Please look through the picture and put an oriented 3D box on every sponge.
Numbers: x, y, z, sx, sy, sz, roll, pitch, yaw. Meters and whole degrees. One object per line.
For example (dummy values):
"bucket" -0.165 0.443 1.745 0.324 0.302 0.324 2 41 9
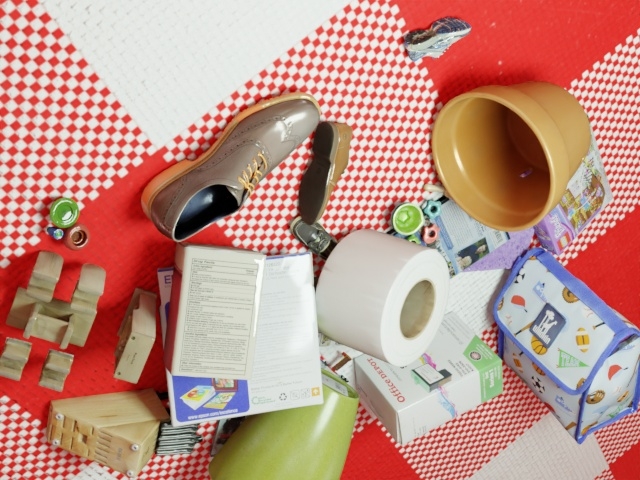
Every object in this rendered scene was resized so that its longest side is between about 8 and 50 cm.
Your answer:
"sponge" 0.391 0.013 2.132 0.210 0.031 0.117 -3 121 -30

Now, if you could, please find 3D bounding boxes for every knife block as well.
"knife block" -0.370 0.350 1.857 0.276 0.242 0.088 20 116 8

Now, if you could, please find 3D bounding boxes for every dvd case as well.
"dvd case" -0.194 0.424 2.055 0.087 0.013 0.119 -1 122 -32
"dvd case" 0.280 -0.010 2.020 0.253 0.022 0.180 -32 117 -9

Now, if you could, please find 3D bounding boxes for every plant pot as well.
"plant pot" -0.047 0.422 1.977 0.275 0.275 0.293 25 97 -42
"plant pot" 0.394 -0.189 1.843 0.203 0.291 0.291 -32 136 -34

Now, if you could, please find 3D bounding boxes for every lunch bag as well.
"lunch bag" 0.582 0.236 2.189 0.239 0.328 0.385 -28 141 -16

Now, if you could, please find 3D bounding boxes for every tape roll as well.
"tape roll" 0.128 0.114 1.881 0.246 0.169 0.246 -26 125 -44

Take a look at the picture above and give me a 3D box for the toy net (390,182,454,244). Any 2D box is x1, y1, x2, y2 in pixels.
"toy net" 0.254 -0.070 1.949 0.232 0.045 0.122 -33 110 -9

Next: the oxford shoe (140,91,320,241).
"oxford shoe" -0.134 -0.120 1.626 0.364 0.133 0.130 -38 133 -5

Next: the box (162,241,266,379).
"box" -0.195 0.125 1.689 0.149 0.127 0.232 7 92 -17

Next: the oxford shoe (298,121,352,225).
"oxford shoe" 0.016 -0.123 1.767 0.076 0.076 0.212 -7 126 -42

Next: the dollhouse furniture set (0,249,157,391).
"dollhouse furniture set" -0.424 0.140 1.653 0.242 0.161 0.212 19 110 -17

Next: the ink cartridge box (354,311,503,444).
"ink cartridge box" 0.244 0.310 2.128 0.278 0.201 0.117 -23 130 -17

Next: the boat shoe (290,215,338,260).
"boat shoe" 0.000 0.000 1.855 0.056 0.049 0.152 -51 134 6

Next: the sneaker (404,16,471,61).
"sneaker" 0.219 -0.374 1.741 0.135 0.052 0.058 -20 140 -11

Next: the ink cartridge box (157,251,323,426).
"ink cartridge box" -0.154 0.186 1.805 0.304 0.072 0.307 -6 94 -15

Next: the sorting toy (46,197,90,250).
"sorting toy" -0.432 -0.027 1.571 0.061 0.042 0.102 -36 123 -27

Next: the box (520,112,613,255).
"box" 0.547 -0.128 2.097 0.201 0.057 0.293 -44 134 -11

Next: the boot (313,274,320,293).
"boot" -0.078 0.136 1.880 0.219 0.082 0.106 -44 136 4

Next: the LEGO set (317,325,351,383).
"LEGO set" -0.016 0.258 2.048 0.182 0.060 0.244 -1 121 -18
